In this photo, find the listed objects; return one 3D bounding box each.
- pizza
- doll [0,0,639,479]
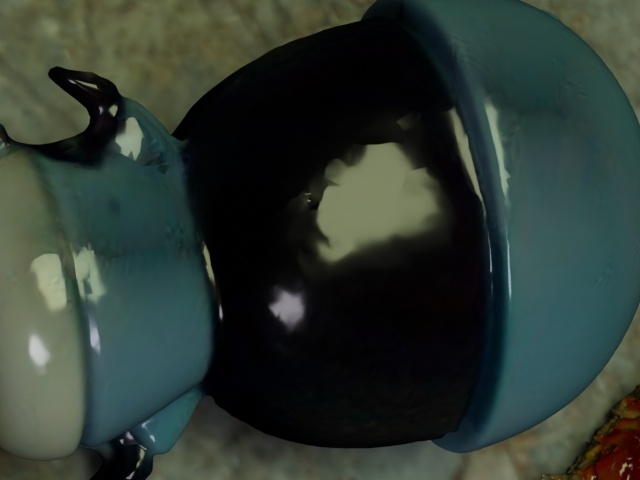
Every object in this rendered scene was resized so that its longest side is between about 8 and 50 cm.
[{"bbox_3d":[0.153,0.110,0.832,0.100,0.029,0.099,-36,92,-33],"label":"pizza"},{"bbox_3d":[0.000,0.000,0.727,0.314,0.141,0.177,-9,108,-20],"label":"doll"}]
